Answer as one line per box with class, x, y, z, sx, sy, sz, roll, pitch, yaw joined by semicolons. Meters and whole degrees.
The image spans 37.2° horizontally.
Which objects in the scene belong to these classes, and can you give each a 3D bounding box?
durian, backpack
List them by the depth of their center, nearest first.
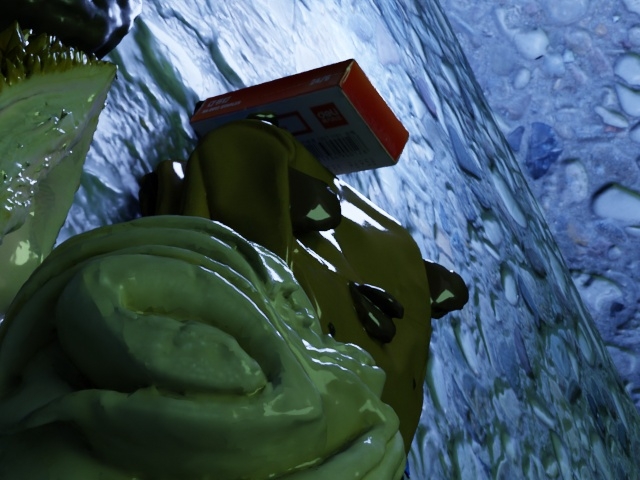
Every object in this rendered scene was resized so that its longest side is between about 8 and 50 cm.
durian;-0.241;-0.036;0.630;0.138;0.183;0.249;20;42;-10
backpack;-0.014;0.071;0.910;0.353;0.201;0.378;32;38;-46

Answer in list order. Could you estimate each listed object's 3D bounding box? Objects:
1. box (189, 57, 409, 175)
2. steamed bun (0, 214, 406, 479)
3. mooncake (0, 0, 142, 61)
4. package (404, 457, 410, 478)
box;-0.029;-0.120;1.039;0.123;0.229;0.050;49;50;-33
steamed bun;-0.099;0.125;0.581;0.203;0.276;0.289;40;43;-62
mooncake;-0.253;-0.238;0.791;0.228;0.124;0.228;45;31;-37
package;0.070;0.186;1.188;0.171;0.027;0.173;52;28;-36
